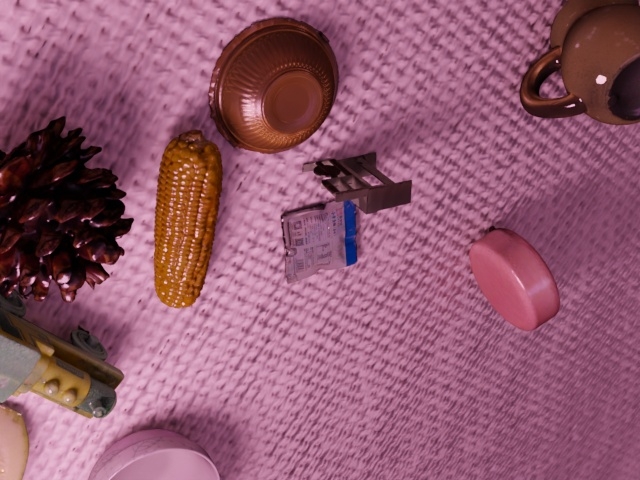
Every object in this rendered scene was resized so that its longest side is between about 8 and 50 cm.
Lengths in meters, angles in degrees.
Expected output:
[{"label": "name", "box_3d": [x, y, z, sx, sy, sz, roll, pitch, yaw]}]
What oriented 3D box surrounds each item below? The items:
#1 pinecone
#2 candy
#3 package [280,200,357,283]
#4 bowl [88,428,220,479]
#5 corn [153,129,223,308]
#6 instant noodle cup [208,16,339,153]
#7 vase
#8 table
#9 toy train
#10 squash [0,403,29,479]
[{"label": "pinecone", "box_3d": [-0.452, -0.031, 1.545, 0.298, 0.242, 0.296, -44, 128, -9]}, {"label": "candy", "box_3d": [0.438, 0.084, 2.142, 0.094, 0.255, 0.255, -32, 128, -12]}, {"label": "package", "box_3d": [0.000, 0.000, 1.968, 0.173, 0.027, 0.171, -16, 121, -22]}, {"label": "bowl", "box_3d": [-0.369, 0.514, 1.977, 0.287, 0.144, 0.286, -14, 123, -23]}, {"label": "corn", "box_3d": [-0.250, -0.035, 1.745, 0.121, 0.120, 0.363, -7, 122, -27]}, {"label": "instant noodle cup", "box_3d": [-0.067, -0.270, 1.730, 0.274, 0.091, 0.273, -14, 122, -22]}, {"label": "vase", "box_3d": [0.564, -0.371, 1.947, 0.329, 0.302, 0.241, -32, 131, 12]}, {"label": "table", "box_3d": [0.071, -0.113, 1.864, 0.175, 0.146, 0.062, -13, 123, -23]}, {"label": "toy train", "box_3d": [-0.500, 0.221, 1.669, 0.150, 0.237, 0.369, -51, 129, 2]}, {"label": "squash", "box_3d": [-0.662, 0.456, 1.746, 0.189, 0.189, 0.260, 20, 110, -37]}]
